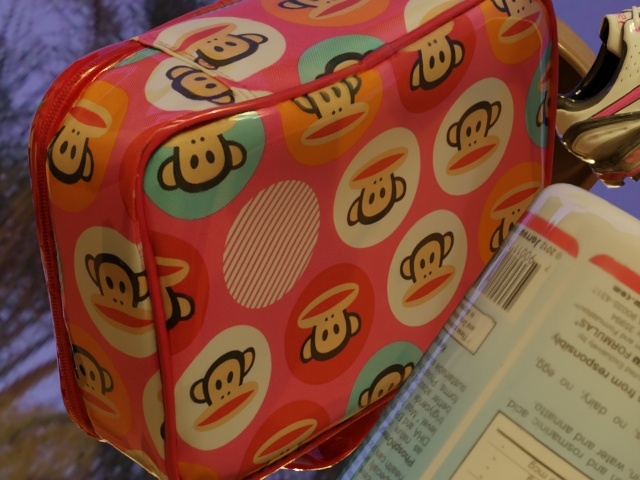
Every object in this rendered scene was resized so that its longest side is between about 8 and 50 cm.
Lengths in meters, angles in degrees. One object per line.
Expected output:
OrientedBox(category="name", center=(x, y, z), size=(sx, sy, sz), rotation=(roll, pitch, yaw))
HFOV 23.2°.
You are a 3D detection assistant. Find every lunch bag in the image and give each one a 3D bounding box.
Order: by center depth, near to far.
OrientedBox(category="lunch bag", center=(0.000, 0.000, 0.812), size=(0.120, 0.293, 0.258), rotation=(25, -51, 41))

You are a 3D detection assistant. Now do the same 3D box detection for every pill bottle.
OrientedBox(category="pill bottle", center=(0.049, 0.072, 0.396), size=(0.087, 0.160, 0.087), rotation=(35, 3, -2))

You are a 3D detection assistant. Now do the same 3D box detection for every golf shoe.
OrientedBox(category="golf shoe", center=(0.225, -0.125, 0.998), size=(0.086, 0.186, 0.067), rotation=(43, 0, -18))

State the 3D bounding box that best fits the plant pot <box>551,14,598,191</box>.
OrientedBox(category="plant pot", center=(0.155, -0.142, 1.389), size=(0.237, 0.110, 0.237), rotation=(15, -39, 13))
